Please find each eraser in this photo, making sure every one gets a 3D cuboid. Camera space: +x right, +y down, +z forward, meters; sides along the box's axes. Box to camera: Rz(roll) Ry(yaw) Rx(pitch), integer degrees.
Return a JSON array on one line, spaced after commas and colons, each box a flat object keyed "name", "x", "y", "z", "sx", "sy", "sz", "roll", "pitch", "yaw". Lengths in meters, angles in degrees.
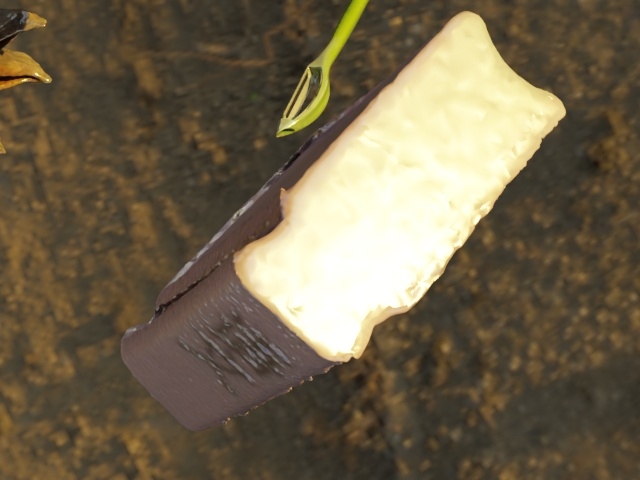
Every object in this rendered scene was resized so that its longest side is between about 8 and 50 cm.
[{"name": "eraser", "x": 0.000, "y": 0.000, "z": 1.349, "sx": 0.122, "sy": 0.272, "sz": 0.359, "roll": 43, "pitch": 158, "yaw": -6}]

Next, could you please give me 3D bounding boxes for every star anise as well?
[{"name": "star anise", "x": -0.214, "y": -0.096, "z": 0.981, "sx": 0.042, "sy": 0.141, "sz": 0.141, "roll": 57, "pitch": 132, "yaw": 41}]

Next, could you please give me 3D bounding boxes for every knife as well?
[{"name": "knife", "x": 0.008, "y": -0.135, "z": 1.294, "sx": 0.026, "sy": 0.184, "sz": 0.022, "roll": 31, "pitch": 142, "yaw": -7}]
